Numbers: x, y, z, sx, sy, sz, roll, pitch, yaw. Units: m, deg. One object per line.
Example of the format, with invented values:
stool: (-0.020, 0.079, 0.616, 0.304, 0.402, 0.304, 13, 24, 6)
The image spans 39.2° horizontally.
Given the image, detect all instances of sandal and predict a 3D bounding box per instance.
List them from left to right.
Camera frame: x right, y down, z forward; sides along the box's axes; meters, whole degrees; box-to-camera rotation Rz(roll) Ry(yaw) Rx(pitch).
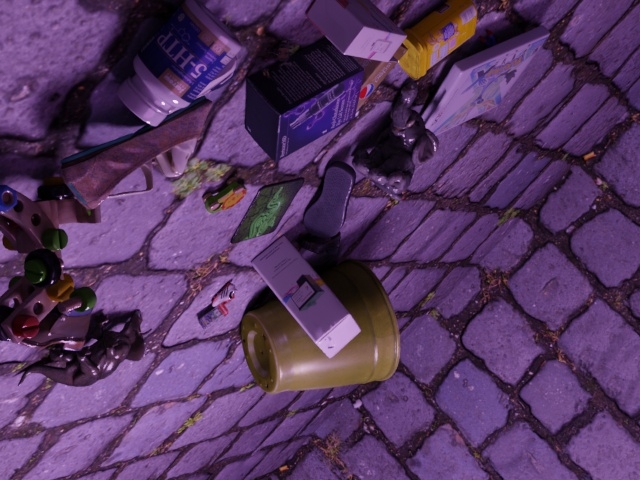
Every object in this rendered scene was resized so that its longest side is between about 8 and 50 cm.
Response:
sandal: (0.033, -0.098, 2.212, 0.054, 0.097, 0.254, -58, 177, -45)

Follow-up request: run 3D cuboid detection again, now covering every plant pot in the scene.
plant pot: (-0.022, 0.272, 2.542, 0.353, 0.366, 0.366, -15, 149, -27)

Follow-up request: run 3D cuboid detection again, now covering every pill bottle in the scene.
pill bottle: (-0.223, -0.271, 1.391, 0.186, 0.112, 0.112, -45, 159, 11)

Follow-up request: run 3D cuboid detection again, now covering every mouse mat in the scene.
mouse mat: (-0.124, -0.069, 2.108, 0.152, 0.007, 0.189, -17, 150, -46)

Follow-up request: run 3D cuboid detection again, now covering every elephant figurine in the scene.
elephant figurine: (0.201, -0.235, 2.156, 0.239, 0.169, 0.186, -57, -172, 0)

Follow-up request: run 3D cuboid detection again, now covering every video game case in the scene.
video game case: (0.398, -0.389, 2.275, 0.329, 0.036, 0.300, -28, 163, -31)

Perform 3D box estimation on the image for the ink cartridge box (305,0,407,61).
ink cartridge box: (0.078, -0.393, 1.658, 0.067, 0.115, 0.198, -52, 158, 26)

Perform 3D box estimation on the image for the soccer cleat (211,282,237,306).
soccer cleat: (-0.244, 0.143, 2.279, 0.083, 0.035, 0.029, -47, 158, 16)

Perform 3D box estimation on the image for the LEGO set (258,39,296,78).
LEGO set: (-0.078, -0.334, 1.631, 0.083, 0.023, 0.054, -29, 119, -1)

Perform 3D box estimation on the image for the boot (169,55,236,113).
boot: (-0.223, -0.253, 1.498, 0.190, 0.069, 0.086, -27, 176, -6)

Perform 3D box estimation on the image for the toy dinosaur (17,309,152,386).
toy dinosaur: (-0.498, 0.263, 1.972, 0.313, 0.121, 0.160, -37, 146, -22)

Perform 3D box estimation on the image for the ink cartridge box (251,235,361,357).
ink cartridge box: (-0.033, 0.148, 2.311, 0.117, 0.278, 0.201, -39, 159, -3)

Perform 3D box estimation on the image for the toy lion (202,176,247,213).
toy lion: (-0.200, -0.089, 1.910, 0.100, 0.034, 0.096, -35, 166, -15)

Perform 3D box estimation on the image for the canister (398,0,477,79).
canister: (0.250, -0.438, 1.924, 0.170, 0.073, 0.126, -38, 159, -11)

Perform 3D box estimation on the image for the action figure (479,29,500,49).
action figure: (0.418, -0.480, 2.190, 0.038, 0.030, 0.115, -49, 160, 14)

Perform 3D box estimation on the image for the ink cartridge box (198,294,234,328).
ink cartridge box: (-0.261, 0.187, 2.326, 0.115, 0.029, 0.063, -36, 174, -11)

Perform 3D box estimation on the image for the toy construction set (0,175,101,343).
toy construction set: (-0.478, 0.030, 1.457, 0.309, 0.257, 0.237, -29, 180, 30)

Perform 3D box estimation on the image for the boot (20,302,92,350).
boot: (-0.540, 0.154, 1.780, 0.219, 0.082, 0.106, 18, 97, -61)

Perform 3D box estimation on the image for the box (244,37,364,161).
box: (-0.033, -0.271, 1.721, 0.207, 0.108, 0.153, -33, 158, -21)

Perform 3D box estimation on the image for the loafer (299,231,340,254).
loafer: (0.000, 0.000, 2.400, 0.170, 0.062, 0.061, -2, 115, -63)

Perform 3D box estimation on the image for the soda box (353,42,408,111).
soda box: (0.094, -0.347, 1.849, 0.181, 0.061, 0.058, -49, 157, 21)

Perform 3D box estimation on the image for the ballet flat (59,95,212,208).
ballet flat: (-0.288, -0.140, 1.490, 0.316, 0.106, 0.107, -34, -164, -37)
